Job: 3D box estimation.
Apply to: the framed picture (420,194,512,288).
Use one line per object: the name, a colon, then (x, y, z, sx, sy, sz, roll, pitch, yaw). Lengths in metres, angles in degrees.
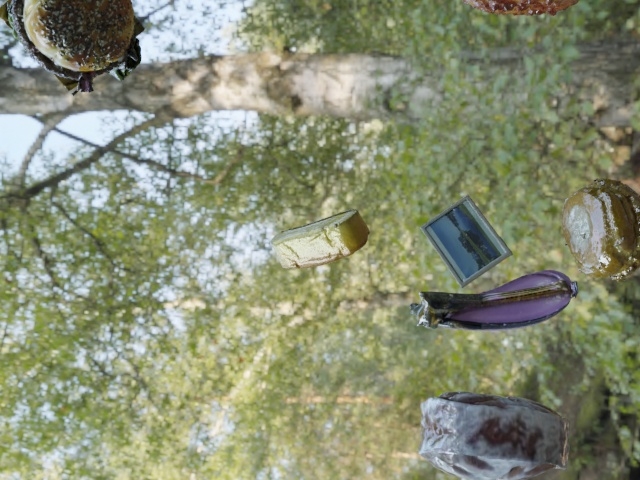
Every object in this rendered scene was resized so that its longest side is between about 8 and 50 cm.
framed picture: (0.262, 0.000, 1.434, 0.149, 0.109, 0.011, 59, -173, 31)

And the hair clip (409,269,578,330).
hair clip: (0.373, 0.134, 1.689, 0.110, 0.358, 0.096, -90, -5, -75)

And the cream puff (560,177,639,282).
cream puff: (0.451, -0.017, 1.225, 0.150, 0.115, 0.165, 134, 134, -73)

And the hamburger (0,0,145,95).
hamburger: (-0.301, -0.278, 0.999, 0.189, 0.093, 0.164, 38, -100, -39)

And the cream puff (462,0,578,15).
cream puff: (0.350, -0.543, 1.386, 0.228, 0.350, 0.350, 75, -158, -81)

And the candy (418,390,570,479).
candy: (0.318, 0.365, 1.455, 0.214, 0.289, 0.157, 147, 133, -66)

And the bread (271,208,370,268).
bread: (0.000, 0.000, 1.812, 0.094, 0.245, 0.102, 61, -145, -18)
